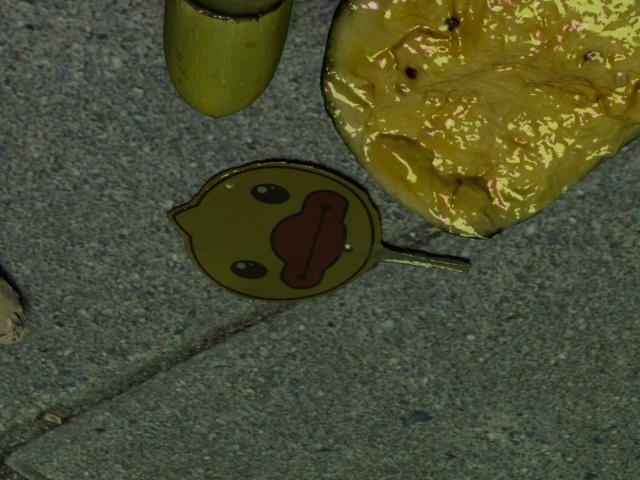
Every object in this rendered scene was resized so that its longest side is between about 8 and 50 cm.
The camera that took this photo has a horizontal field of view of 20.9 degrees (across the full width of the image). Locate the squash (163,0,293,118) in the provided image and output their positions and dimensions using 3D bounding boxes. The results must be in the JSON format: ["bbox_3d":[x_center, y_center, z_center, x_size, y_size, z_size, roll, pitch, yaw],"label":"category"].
[{"bbox_3d":[-0.085,-0.186,1.587,0.123,0.123,0.186,6,141,-3],"label":"squash"}]

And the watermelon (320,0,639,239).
[{"bbox_3d":[0.166,-0.175,1.536,0.331,0.189,0.330,6,126,8],"label":"watermelon"}]

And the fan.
[{"bbox_3d":[0.000,0.001,1.872,0.335,0.011,0.229,9,138,-7],"label":"fan"}]

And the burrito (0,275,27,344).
[{"bbox_3d":[-0.384,0.042,1.907,0.064,0.064,0.203,-14,134,18],"label":"burrito"}]
